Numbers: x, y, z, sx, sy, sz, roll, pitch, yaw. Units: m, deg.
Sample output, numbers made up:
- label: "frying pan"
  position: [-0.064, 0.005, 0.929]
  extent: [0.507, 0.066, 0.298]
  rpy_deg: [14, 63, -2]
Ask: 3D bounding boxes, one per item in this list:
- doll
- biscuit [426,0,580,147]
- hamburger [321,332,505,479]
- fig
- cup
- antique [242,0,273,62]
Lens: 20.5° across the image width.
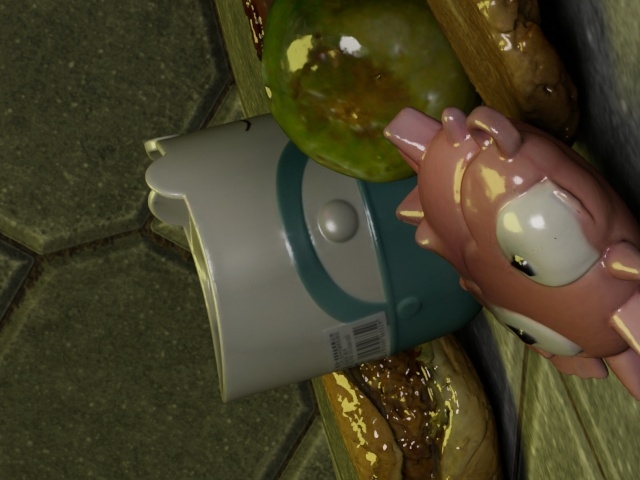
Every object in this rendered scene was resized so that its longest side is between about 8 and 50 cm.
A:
- label: "doll"
  position: [0.126, 0.006, 1.025]
  extent: [0.211, 0.093, 0.262]
  rpy_deg: [37, 164, 28]
- label: "biscuit"
  position: [0.097, -0.145, 1.068]
  extent: [0.226, 0.042, 0.226]
  rpy_deg: [61, -179, -2]
- label: "hamburger"
  position: [0.081, 0.161, 1.643]
  extent: [0.283, 0.144, 0.259]
  rpy_deg: [67, -177, -57]
- label: "fig"
  position: [0.035, -0.131, 1.273]
  extent: [0.233, 0.167, 0.167]
  rpy_deg: [-105, 2, -77]
- label: "cup"
  position: [0.000, 0.000, 1.459]
  extent: [0.290, 0.257, 0.219]
  rpy_deg: [125, 130, -82]
- label: "antique"
  position: [-0.041, -0.287, 1.882]
  extent: [0.087, 0.093, 0.310]
  rpy_deg: [-125, 20, -72]
